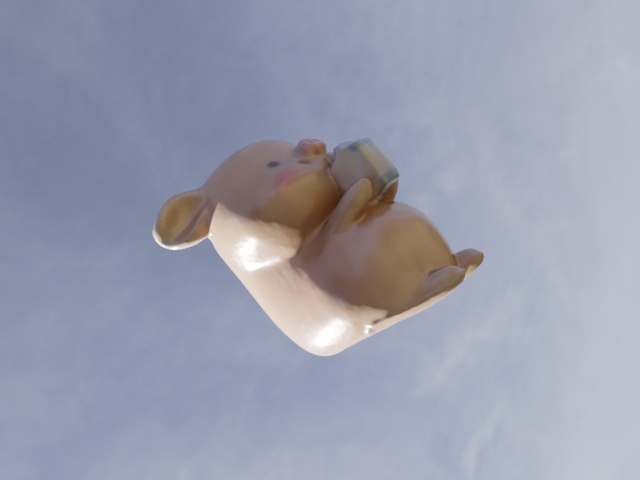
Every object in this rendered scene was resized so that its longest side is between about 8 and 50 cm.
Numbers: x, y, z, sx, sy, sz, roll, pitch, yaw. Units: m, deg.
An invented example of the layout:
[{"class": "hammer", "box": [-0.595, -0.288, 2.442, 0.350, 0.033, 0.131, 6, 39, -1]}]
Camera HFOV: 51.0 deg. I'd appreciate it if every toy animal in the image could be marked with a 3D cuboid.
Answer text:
[{"class": "toy animal", "box": [-0.002, -0.004, 0.683, 0.213, 0.256, 0.195, -46, -13, 31]}]
